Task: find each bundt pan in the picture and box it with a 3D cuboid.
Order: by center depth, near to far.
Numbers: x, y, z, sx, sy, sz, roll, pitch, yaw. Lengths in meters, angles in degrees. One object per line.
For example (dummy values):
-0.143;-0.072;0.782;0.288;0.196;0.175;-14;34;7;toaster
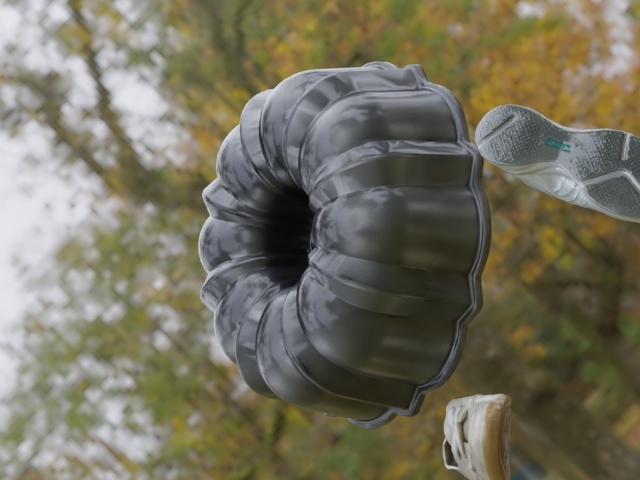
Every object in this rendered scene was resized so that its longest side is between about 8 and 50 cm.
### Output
0.000;0.000;1.716;0.124;0.331;0.331;4;-41;-35;bundt pan

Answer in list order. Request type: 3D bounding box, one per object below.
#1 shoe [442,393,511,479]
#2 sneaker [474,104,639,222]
0.127;0.169;1.613;0.219;0.058;0.076;65;-155;-78;shoe
0.177;-0.047;1.297;0.053;0.152;0.061;-61;-34;-6;sneaker
